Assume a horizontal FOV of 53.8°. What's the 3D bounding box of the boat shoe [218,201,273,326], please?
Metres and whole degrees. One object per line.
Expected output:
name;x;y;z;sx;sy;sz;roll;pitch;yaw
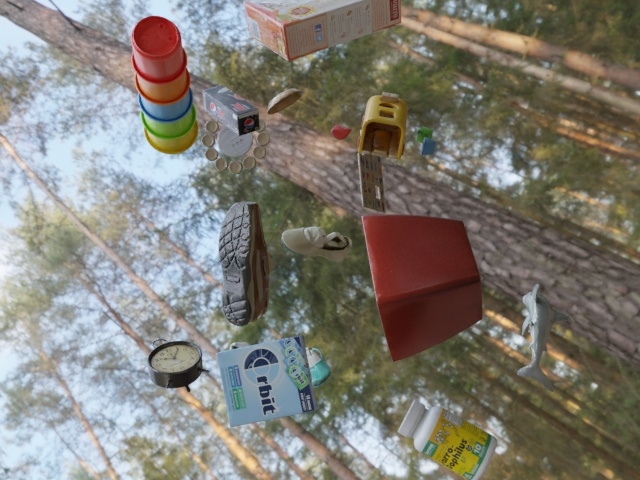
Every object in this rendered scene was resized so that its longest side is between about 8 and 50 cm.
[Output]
boat shoe;-0.189;0.059;1.656;0.120;0.122;0.324;-7;-76;-50

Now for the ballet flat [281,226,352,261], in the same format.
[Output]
ballet flat;0.000;0.000;1.676;0.248;0.086;0.086;14;-75;-51

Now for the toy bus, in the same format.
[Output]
toy bus;0.139;-0.259;1.339;0.191;0.202;0.104;-22;-43;-32

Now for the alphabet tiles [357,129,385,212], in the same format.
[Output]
alphabet tiles;0.153;-0.208;1.911;0.198;0.009;0.237;7;-103;-65

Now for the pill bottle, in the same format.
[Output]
pill bottle;0.293;0.462;1.474;0.117;0.208;0.117;-57;-13;-22

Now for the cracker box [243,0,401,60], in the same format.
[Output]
cracker box;0.004;-0.398;1.104;0.232;0.156;0.067;-25;-48;-19

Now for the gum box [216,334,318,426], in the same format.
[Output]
gum box;-0.112;0.293;1.316;0.041;0.184;0.157;33;-135;-80

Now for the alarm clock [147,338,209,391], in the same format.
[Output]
alarm clock;-0.361;0.294;1.536;0.129;0.192;0.064;-16;-55;-30

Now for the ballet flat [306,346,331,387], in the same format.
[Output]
ballet flat;-0.026;0.341;1.733;0.083;0.087;0.247;-31;0;-4

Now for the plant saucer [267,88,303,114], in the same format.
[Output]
plant saucer;-0.073;-0.278;1.247;0.083;0.015;0.083;-31;-2;-1

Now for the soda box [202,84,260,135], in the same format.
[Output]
soda box;-0.209;-0.305;1.467;0.060;0.169;0.053;-25;-46;-28

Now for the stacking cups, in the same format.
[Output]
stacking cups;-0.241;-0.223;0.949;0.096;0.096;0.316;-51;-1;-13

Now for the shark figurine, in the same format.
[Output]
shark figurine;0.585;0.229;1.621;0.166;0.116;0.278;92;-171;-54

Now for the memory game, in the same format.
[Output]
memory game;-0.227;-0.268;1.681;0.186;0.186;0.012;-59;-7;0

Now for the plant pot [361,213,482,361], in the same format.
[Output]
plant pot;0.249;0.095;1.501;0.235;0.267;0.267;-12;-40;7

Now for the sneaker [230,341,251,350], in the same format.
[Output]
sneaker;-0.166;0.299;1.484;0.054;0.152;0.061;-48;-30;5
